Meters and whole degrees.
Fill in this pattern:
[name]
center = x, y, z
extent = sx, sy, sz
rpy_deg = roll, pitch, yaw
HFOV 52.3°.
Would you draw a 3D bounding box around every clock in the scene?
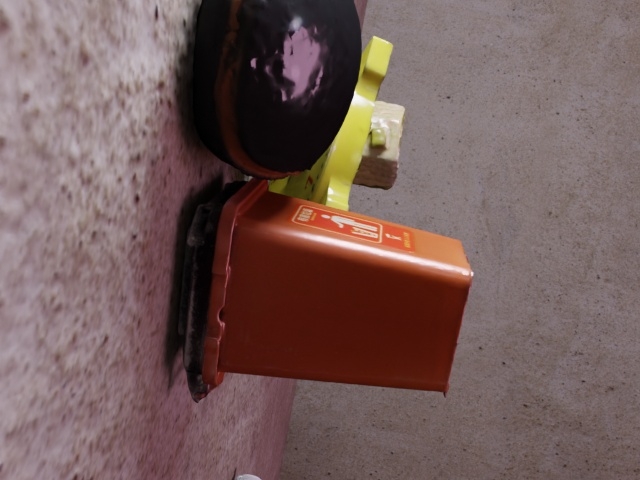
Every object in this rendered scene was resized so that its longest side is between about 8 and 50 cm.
[clock]
center = -0.020, -0.099, 0.795
extent = 0.293, 0.071, 0.277
rpy_deg = 148, -41, -67

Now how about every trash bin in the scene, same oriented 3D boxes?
[trash bin]
center = 0.004, 0.058, 0.583
extent = 0.161, 0.238, 0.184
rpy_deg = -70, 171, -73

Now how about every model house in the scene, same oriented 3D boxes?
[model house]
center = 0.055, -0.192, 1.185
extent = 0.234, 0.193, 0.175
rpy_deg = 25, 76, -84

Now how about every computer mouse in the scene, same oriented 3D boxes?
[computer mouse]
center = -0.026, -0.142, 0.571
extent = 0.323, 0.116, 0.183
rpy_deg = -62, 168, -82

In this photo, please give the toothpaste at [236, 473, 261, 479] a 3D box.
[toothpaste]
center = -0.158, 0.571, 1.137
extent = 0.056, 0.058, 0.314
rpy_deg = 7, -99, 49
